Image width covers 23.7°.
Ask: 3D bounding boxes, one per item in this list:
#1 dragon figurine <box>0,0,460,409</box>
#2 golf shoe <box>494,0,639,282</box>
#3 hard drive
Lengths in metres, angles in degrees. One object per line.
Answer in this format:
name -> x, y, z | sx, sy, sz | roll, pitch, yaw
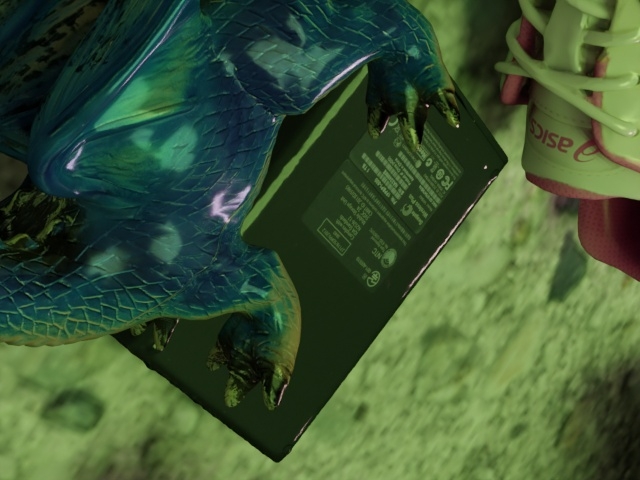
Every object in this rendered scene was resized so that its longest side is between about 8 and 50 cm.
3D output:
dragon figurine -> -0.044, -0.048, 0.382 | 0.144, 0.085, 0.289 | 32, 91, -50
golf shoe -> 0.111, -0.089, 0.498 | 0.140, 0.115, 0.306 | -48, 137, -8
hard drive -> 0.000, 0.000, 0.504 | 0.135, 0.022, 0.094 | -53, 139, -8
